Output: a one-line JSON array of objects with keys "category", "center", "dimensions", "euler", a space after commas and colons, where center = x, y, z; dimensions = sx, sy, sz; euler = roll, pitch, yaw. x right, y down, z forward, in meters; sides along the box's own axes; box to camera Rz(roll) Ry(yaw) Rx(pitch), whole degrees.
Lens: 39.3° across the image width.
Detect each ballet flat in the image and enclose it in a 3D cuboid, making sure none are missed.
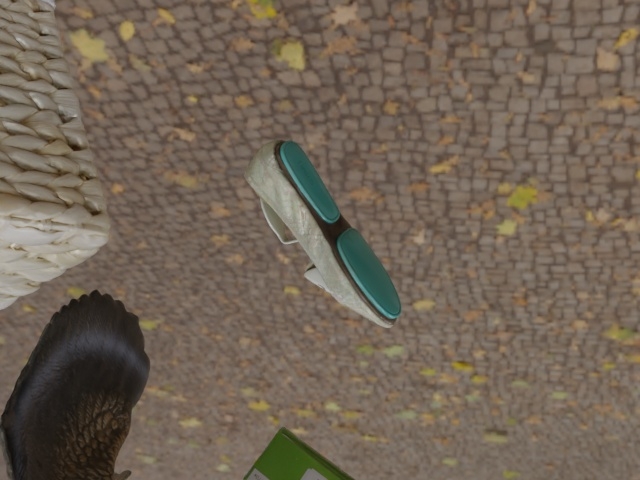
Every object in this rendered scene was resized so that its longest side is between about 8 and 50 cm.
[{"category": "ballet flat", "center": [0.000, 0.000, 0.689], "dimensions": [0.052, 0.057, 0.168], "euler": [-34, 87, 30]}]

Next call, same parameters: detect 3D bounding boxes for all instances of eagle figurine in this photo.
[{"category": "eagle figurine", "center": [-0.188, 0.206, 0.685], "dimensions": [0.226, 0.298, 0.225], "euler": [-33, 128, -9]}]

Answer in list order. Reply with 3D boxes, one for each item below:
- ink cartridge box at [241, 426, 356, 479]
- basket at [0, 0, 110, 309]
[{"category": "ink cartridge box", "center": [-0.036, 0.301, 0.688], "dimensions": [0.097, 0.255, 0.189], "euler": [27, 163, 40]}, {"category": "basket", "center": [-0.386, -0.060, 0.649], "dimensions": [0.328, 0.266, 0.331], "euler": [-31, 161, 27]}]
